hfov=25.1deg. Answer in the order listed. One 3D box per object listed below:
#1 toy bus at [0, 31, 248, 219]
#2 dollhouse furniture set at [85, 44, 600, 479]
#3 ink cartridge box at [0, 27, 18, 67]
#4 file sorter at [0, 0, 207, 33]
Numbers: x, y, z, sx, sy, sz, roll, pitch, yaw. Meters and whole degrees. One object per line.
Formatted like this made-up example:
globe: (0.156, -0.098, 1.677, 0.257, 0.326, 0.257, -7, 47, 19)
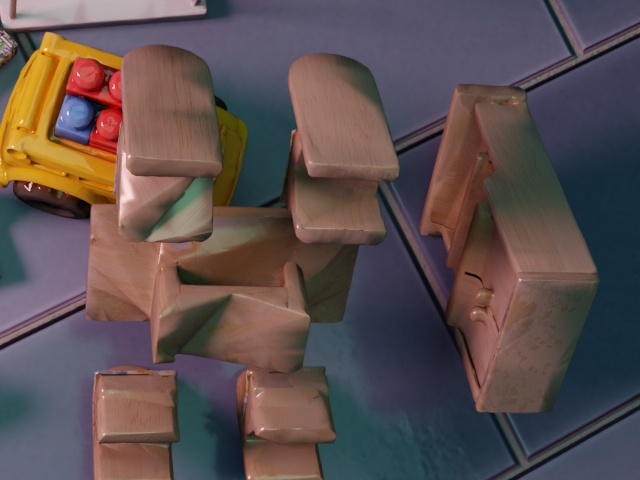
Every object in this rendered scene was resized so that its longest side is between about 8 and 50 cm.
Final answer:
toy bus: (-0.164, -0.094, 1.250, 0.220, 0.211, 0.149, 18, 78, -11)
dollhouse furniture set: (0.000, 0.000, 1.229, 0.394, 0.362, 0.256, 1, 40, -12)
ink cartridge box: (-0.338, -0.159, 1.311, 0.063, 0.029, 0.115, 45, 76, -4)
file sorter: (-0.203, -0.350, 1.293, 0.193, 0.173, 0.277, -6, 84, -14)
